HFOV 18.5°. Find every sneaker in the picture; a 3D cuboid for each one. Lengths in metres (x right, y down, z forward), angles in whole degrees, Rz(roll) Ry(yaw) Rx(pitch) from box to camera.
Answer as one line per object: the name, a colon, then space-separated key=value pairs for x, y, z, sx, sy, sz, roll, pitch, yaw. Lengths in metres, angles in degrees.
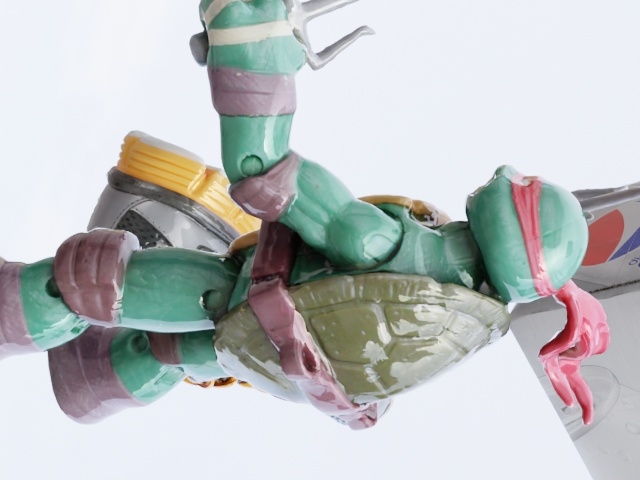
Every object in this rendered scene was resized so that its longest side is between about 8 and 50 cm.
sneaker: x=-0.041 y=0.036 z=0.916 sx=0.084 sy=0.215 sz=0.083 roll=17 pitch=-110 yaw=47

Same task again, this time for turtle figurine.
turtle figurine: x=0.000 y=0.000 z=0.621 sx=0.234 sy=0.175 sz=0.118 roll=-16 pitch=-132 yaw=20

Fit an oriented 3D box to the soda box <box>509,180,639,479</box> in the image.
soda box: x=0.190 y=0.111 z=0.833 sx=0.091 sy=0.286 sz=0.098 roll=-15 pitch=-155 yaw=35
